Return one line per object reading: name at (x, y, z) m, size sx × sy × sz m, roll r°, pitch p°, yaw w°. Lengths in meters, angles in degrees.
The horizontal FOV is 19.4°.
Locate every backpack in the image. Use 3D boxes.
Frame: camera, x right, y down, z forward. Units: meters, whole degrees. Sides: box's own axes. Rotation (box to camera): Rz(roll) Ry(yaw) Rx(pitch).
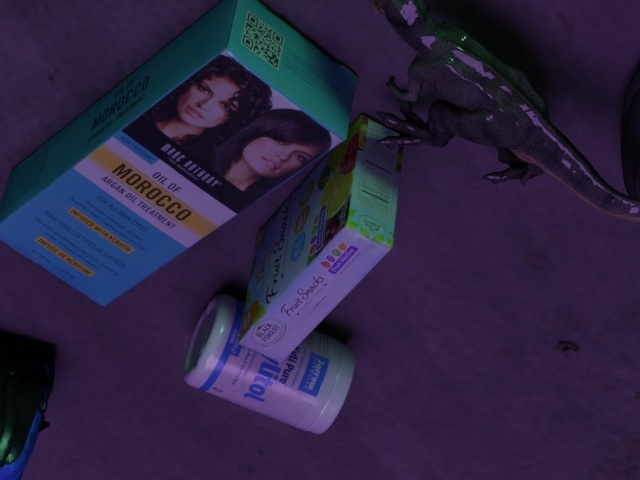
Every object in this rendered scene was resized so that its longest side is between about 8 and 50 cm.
backpack at (-0.251, 0.138, 1.380) m, size 0.098 × 0.120 × 0.101 m, roll 10°, pitch 137°, yaw -2°

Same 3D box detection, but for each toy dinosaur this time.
toy dinosaur at (0.105, -0.071, 1.114) m, size 0.268 × 0.064 × 0.118 m, roll 37°, pitch 157°, yaw -10°

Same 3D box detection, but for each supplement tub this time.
supplement tub at (-0.037, 0.087, 1.324) m, size 0.107 × 0.071 × 0.071 m, roll 22°, pitch 136°, yaw -13°

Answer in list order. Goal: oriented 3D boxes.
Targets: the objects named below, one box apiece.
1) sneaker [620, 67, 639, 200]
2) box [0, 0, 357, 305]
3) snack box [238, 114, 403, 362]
sneaker at (0.249, -0.084, 1.064) m, size 0.101 × 0.106 × 0.267 m, roll 19°, pitch 138°, yaw -11°
box at (-0.096, -0.053, 1.192) m, size 0.100 × 0.060 × 0.244 m, roll 36°, pitch 132°, yaw -26°
snack box at (0.000, 0.000, 1.201) m, size 0.037 × 0.100 × 0.141 m, roll 26°, pitch 135°, yaw -17°
